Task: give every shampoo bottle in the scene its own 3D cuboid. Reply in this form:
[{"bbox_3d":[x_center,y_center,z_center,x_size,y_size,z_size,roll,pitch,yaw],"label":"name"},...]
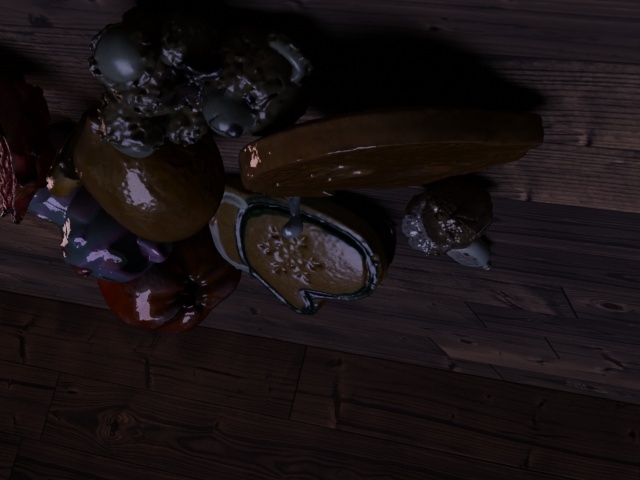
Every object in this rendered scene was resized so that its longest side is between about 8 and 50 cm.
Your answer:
[{"bbox_3d":[0.272,0.022,1.991,0.077,0.045,0.152,2,160,34],"label":"shampoo bottle"}]

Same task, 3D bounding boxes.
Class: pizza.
[{"bbox_3d":[-0.382,-0.137,1.757,0.062,0.161,0.182,26,159,-16],"label":"pizza"}]

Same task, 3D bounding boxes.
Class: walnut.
[{"bbox_3d":[-0.252,-0.115,1.654,0.203,0.203,0.298,7,161,25],"label":"walnut"}]

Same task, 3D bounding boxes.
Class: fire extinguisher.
[{"bbox_3d":[0.000,0.000,2.046,0.268,0.105,0.105,6,164,29],"label":"fire extinguisher"}]

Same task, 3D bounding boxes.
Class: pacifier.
[{"bbox_3d":[-0.045,-0.062,1.835,0.150,0.117,0.126,2,-173,27],"label":"pacifier"}]

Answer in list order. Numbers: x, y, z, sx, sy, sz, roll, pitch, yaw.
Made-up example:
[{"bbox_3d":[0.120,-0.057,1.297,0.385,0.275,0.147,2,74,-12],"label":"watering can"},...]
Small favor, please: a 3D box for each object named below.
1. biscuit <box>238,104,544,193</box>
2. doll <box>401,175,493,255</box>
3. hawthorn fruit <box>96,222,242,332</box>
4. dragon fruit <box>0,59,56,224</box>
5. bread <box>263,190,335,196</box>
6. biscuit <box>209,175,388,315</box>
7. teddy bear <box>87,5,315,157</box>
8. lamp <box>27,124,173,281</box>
[{"bbox_3d":[0.080,-0.118,1.404,0.365,0.062,0.385,-3,175,-29],"label":"biscuit"},{"bbox_3d":[0.199,-0.042,1.684,0.114,0.105,0.221,-21,175,-17],"label":"doll"},{"bbox_3d":[-0.307,0.050,2.213,0.284,0.284,0.284,13,166,3],"label":"hawthorn fruit"},{"bbox_3d":[-0.453,-0.176,1.647,0.126,0.274,0.161,-25,176,-30],"label":"dragon fruit"},{"bbox_3d":[-0.028,-0.100,1.736,0.084,0.074,0.139,20,164,-14],"label":"bread"},{"bbox_3d":[-0.047,0.026,1.991,0.343,0.057,0.287,18,138,18],"label":"biscuit"},{"bbox_3d":[-0.134,-0.190,1.323,0.256,0.156,0.267,14,157,-4],"label":"teddy bear"},{"bbox_3d":[-0.398,-0.072,1.964,0.301,0.247,0.247,44,151,-20],"label":"lamp"}]
